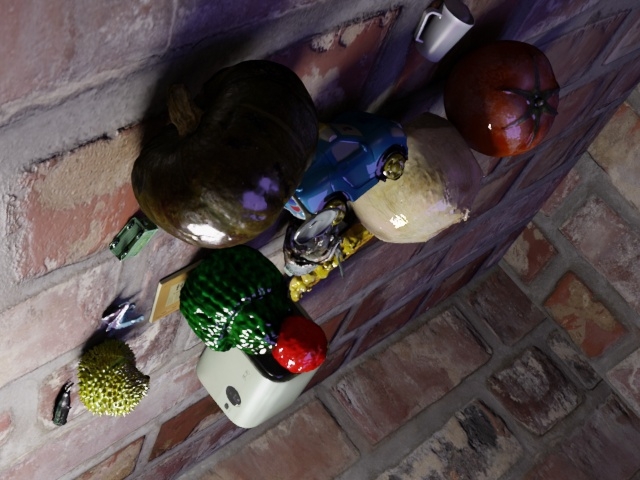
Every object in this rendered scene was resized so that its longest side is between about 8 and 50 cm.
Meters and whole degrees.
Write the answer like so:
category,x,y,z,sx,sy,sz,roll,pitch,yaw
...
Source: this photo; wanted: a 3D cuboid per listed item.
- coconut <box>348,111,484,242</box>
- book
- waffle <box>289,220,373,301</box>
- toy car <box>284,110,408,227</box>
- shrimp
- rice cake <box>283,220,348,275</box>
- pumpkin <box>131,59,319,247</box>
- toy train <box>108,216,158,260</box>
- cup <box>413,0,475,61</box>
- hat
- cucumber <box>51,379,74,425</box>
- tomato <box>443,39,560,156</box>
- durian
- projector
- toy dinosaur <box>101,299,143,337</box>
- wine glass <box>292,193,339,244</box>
category,x,y,z,sx,sy,sz,roll,pitch,yaw
coconut,0.208,-0.126,2.061,0.297,0.255,0.297,-32,-175,3
book,-0.317,0.113,2.055,0.118,0.012,0.172,-30,160,-33
waffle,0.035,0.042,2.442,0.329,0.062,0.329,-39,178,-1
toy car,0.028,-0.167,1.846,0.314,0.198,0.166,-37,131,-16
shrimp,0.000,0.000,2.171,0.372,0.172,0.137,133,-21,-73
rice cake,-0.012,0.016,2.422,0.207,0.033,0.033,-41,173,-3
pumpkin,-0.153,-0.124,1.405,0.325,0.242,0.232,-43,-158,13
toy train,-0.338,-0.005,1.685,0.093,0.038,0.056,-48,168,21
cup,0.233,-0.418,1.833,0.104,0.074,0.116,9,138,-37
hat,-0.136,0.177,2.023,0.242,0.332,0.274,-51,166,4
cucumber,-0.578,0.370,2.097,0.043,0.039,0.163,-54,176,-39
tomato,0.401,-0.321,2.101,0.265,0.265,0.265,-36,162,-14
durian,-0.452,0.293,1.990,0.146,0.159,0.198,-27,-166,-10
projector,-0.155,0.313,2.486,0.248,0.249,0.249,-25,157,-42
toy dinosaur,-0.411,0.160,1.920,0.080,0.045,0.197,-25,167,-29
wine glass,-0.053,-0.091,1.582,0.122,0.183,0.122,-35,163,-12
